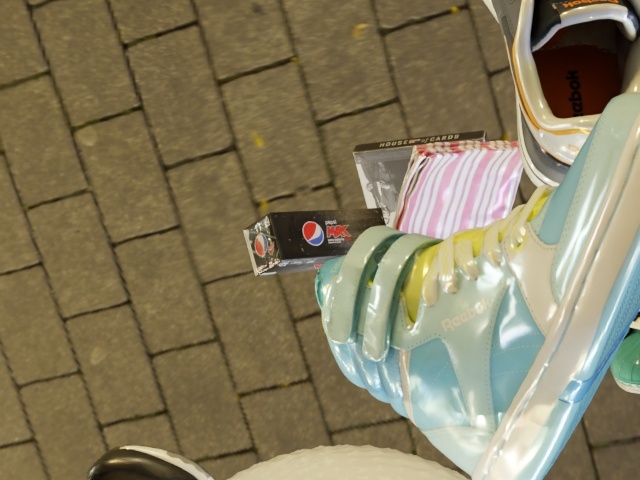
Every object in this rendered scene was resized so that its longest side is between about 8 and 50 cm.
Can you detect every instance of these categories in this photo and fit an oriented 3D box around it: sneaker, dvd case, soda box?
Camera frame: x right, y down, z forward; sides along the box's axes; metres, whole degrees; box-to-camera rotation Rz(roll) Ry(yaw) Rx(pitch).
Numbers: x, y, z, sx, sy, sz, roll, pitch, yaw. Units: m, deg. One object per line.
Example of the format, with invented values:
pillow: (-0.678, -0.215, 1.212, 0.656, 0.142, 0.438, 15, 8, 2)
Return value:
sneaker: (0.098, 0.017, 0.630, 0.208, 0.127, 0.319, 31, 128, 21)
dvd case: (0.156, -0.030, 1.322, 0.179, 0.029, 0.239, -4, 122, 20)
sneaker: (-0.127, 0.319, 0.963, 0.283, 0.124, 0.107, 38, 112, 2)
soda box: (0.000, 0.000, 1.091, 0.053, 0.169, 0.060, -30, 70, 46)
sneaker: (0.199, -0.204, 0.794, 0.126, 0.127, 0.321, -10, 73, -1)
sneaker: (0.465, 0.061, 1.290, 0.108, 0.302, 0.121, 12, 143, 45)

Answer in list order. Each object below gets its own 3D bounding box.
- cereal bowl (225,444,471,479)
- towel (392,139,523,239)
cereal bowl: (-0.020, 0.256, 0.506, 0.339, 0.339, 0.141, -33, 130, 17)
towel: (0.162, -0.042, 1.110, 0.029, 0.197, 0.144, 35, 121, 42)
